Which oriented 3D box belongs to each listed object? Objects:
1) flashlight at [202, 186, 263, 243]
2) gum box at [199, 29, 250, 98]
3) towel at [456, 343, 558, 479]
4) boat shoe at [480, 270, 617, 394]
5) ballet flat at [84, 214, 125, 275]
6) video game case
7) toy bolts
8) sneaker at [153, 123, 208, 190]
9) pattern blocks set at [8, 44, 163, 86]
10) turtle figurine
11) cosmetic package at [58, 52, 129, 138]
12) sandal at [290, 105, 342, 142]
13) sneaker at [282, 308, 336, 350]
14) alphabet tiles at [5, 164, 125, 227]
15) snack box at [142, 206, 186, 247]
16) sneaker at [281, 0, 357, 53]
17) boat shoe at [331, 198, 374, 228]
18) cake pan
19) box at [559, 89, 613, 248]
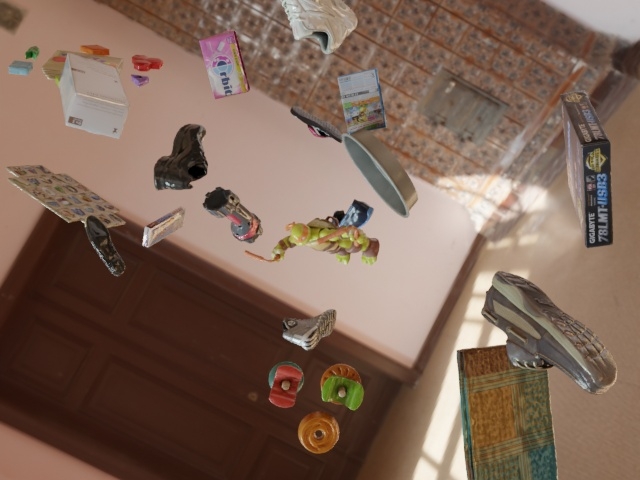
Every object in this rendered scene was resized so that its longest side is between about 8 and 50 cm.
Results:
[{"bbox_3d":[-0.275,-0.076,2.167,0.103,0.103,0.304,-70,-21,-9],"label":"flashlight"},{"bbox_3d":[-0.289,-0.533,2.089,0.062,0.107,0.189,-92,-11,-69],"label":"gum box"},{"bbox_3d":[0.420,0.418,1.544,0.040,0.271,0.371,-14,78,58],"label":"towel"},{"bbox_3d":[0.447,0.199,1.390,0.130,0.132,0.355,-64,28,19],"label":"boat shoe"},{"bbox_3d":[-0.561,0.017,1.783,0.049,0.173,0.057,-16,13,48],"label":"ballet flat"},{"bbox_3d":[0.119,-0.396,1.975,0.015,0.119,0.167,-32,-67,-64],"label":"video game case"},{"bbox_3d":[-0.029,0.392,1.737,0.158,0.228,0.219,-121,53,-86],"label":"toy bolts"},{"bbox_3d":[-0.378,-0.235,2.015,0.109,0.130,0.286,91,-167,-46],"label":"sneaker"},{"bbox_3d":[-0.583,-0.430,1.726,0.285,0.324,0.026,-78,-1,-58],"label":"pattern blocks set"},{"bbox_3d":[0.000,0.000,1.353,0.269,0.217,0.087,-16,70,36],"label":"turtle figurine"},{"bbox_3d":[-0.495,-0.317,1.504,0.086,0.117,0.231,-64,35,23],"label":"cosmetic package"},{"bbox_3d":[-0.013,-0.331,2.022,0.040,0.179,0.067,-59,4,27],"label":"sandal"},{"bbox_3d":[-0.044,0.250,2.099,0.228,0.132,0.086,-28,-51,-64],"label":"sneaker"},{"bbox_3d":[-0.774,-0.135,2.116,0.011,0.342,0.285,-58,-7,14],"label":"alphabet tiles"},{"bbox_3d":[-0.451,-0.041,2.005,0.178,0.022,0.064,-42,-27,-58],"label":"snack box"},{"bbox_3d":[-0.034,-0.463,1.377,0.115,0.232,0.090,-61,23,-12],"label":"sneaker"},{"bbox_3d":[0.079,-0.068,2.281,0.258,0.089,0.109,-42,15,45],"label":"boat shoe"},{"bbox_3d":[0.168,-0.191,1.907,0.054,0.293,0.293,-38,3,-4],"label":"cake pan"},{"bbox_3d":[0.666,-0.183,1.733,0.293,0.073,0.296,-80,-23,-54],"label":"box"}]
